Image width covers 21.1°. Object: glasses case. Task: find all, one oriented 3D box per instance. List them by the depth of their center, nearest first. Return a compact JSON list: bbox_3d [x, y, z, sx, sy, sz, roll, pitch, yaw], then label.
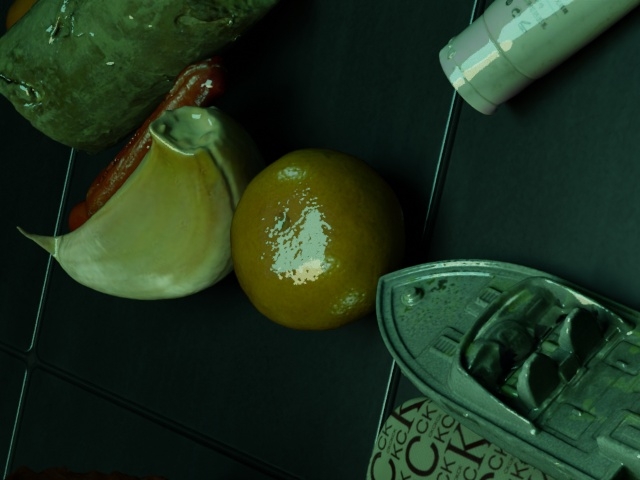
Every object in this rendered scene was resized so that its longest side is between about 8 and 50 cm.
[{"bbox_3d":[0.169,0.228,1.282,0.355,0.085,0.137,26,102,43],"label":"glasses case"}]

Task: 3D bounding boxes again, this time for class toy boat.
[{"bbox_3d":[0.154,0.086,1.286,0.141,0.092,0.319,-45,42,-19],"label":"toy boat"}]

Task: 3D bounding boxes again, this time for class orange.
[{"bbox_3d":[0.000,0.000,1.449,0.156,0.124,0.156,-7,75,28],"label":"orange"}]

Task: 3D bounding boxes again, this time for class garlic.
[{"bbox_3d":[-0.144,-0.027,1.559,0.245,0.164,0.145,-35,39,35],"label":"garlic"}]

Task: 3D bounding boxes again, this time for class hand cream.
[{"bbox_3d":[0.226,-0.219,1.313,0.312,0.070,0.111,-38,58,26],"label":"hand cream"}]

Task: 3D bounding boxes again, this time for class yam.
[{"bbox_3d":[-0.165,-0.214,1.604,0.304,0.168,0.168,-36,61,36],"label":"yam"}]

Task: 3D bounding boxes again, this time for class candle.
[{"bbox_3d":[-0.171,-0.078,1.635,0.329,0.048,0.051,-44,65,47],"label":"candle"}]

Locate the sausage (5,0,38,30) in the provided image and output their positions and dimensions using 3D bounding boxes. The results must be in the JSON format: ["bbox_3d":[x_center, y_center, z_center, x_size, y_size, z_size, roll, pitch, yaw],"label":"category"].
[{"bbox_3d":[-0.245,-0.253,1.755,0.197,0.076,0.076,-28,66,37],"label":"sausage"}]

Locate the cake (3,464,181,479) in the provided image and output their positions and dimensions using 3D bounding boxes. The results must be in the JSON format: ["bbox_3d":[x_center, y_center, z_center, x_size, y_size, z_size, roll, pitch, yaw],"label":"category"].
[{"bbox_3d":[-0.190,0.393,1.480,0.269,0.270,0.319,50,116,38],"label":"cake"}]
